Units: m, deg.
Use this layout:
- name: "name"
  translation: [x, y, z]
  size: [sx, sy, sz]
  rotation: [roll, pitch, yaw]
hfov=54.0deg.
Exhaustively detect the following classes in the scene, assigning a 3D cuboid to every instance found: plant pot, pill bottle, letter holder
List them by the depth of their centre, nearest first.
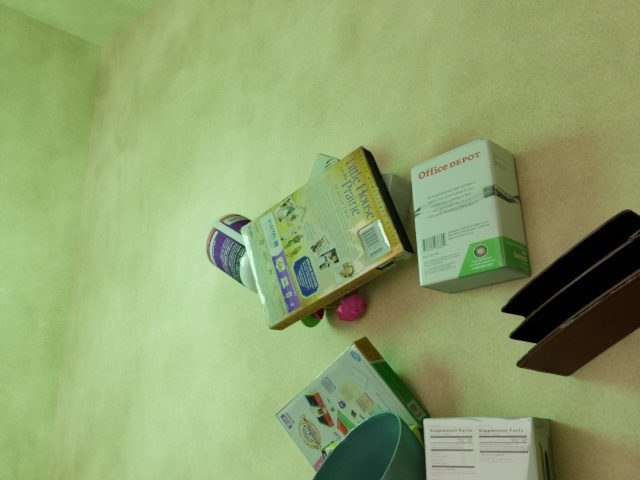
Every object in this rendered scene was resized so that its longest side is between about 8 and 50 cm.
- name: "letter holder"
  translation: [0.469, 0.093, 1.119]
  size: [0.302, 0.215, 0.152]
  rotation: [-47, 49, 27]
- name: "plant pot"
  translation: [0.124, 0.510, 1.224]
  size: [0.290, 0.195, 0.290]
  rotation: [-47, 7, 7]
- name: "pill bottle"
  translation: [-0.199, 0.045, 1.861]
  size: [0.323, 0.182, 0.181]
  rotation: [28, 99, 47]

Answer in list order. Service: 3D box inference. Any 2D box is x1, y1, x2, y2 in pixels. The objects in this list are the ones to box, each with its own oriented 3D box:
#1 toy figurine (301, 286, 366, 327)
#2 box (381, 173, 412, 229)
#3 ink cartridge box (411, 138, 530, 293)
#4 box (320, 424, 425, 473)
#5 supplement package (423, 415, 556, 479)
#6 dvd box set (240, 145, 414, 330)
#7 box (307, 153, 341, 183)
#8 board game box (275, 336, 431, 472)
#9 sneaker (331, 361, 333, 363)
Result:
- name: "toy figurine"
  translation: [0.048, 0.152, 1.646]
  size: [0.159, 0.130, 0.173]
  rotation: [1, 54, 33]
- name: "box"
  translation: [0.147, -0.077, 1.599]
  size: [0.130, 0.091, 0.170]
  rotation: [6, 82, 46]
- name: "ink cartridge box"
  translation: [0.324, -0.048, 1.381]
  size: [0.211, 0.122, 0.288]
  rotation: [-18, 65, 42]
- name: "box"
  translation: [0.118, 0.478, 1.394]
  size: [0.232, 0.058, 0.087]
  rotation: [-21, 85, 31]
- name: "supplement package"
  translation: [0.318, 0.460, 1.147]
  size: [0.198, 0.199, 0.262]
  rotation: [-9, 71, 26]
- name: "dvd box set"
  translation: [0.000, 0.000, 1.576]
  size: [0.421, 0.062, 0.307]
  rotation: [-33, 62, 25]
- name: "box"
  translation: [0.010, -0.092, 1.735]
  size: [0.094, 0.113, 0.274]
  rotation: [24, 98, 46]
- name: "board game box"
  translation: [0.067, 0.418, 1.490]
  size: [0.316, 0.064, 0.242]
  rotation: [-46, 73, 27]
- name: "sneaker"
  translation: [0.085, 0.325, 1.564]
  size: [0.189, 0.066, 0.071]
  rotation: [-21, 60, 40]
